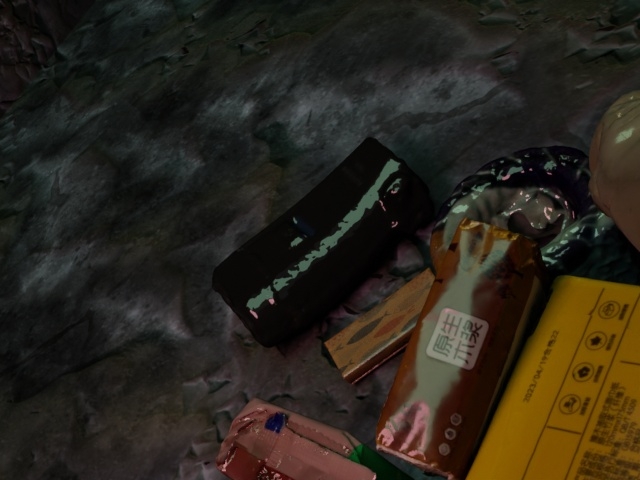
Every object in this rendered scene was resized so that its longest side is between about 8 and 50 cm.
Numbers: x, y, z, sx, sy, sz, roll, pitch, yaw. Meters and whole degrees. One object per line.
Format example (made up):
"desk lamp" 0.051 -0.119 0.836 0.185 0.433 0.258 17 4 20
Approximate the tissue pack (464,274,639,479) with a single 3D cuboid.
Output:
"tissue pack" 0.278 0.246 0.795 0.293 0.228 0.382 7 57 42

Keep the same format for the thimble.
"thimble" 0.254 0.010 1.114 0.237 0.150 0.237 -22 41 20

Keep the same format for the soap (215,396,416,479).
"soap" 0.038 0.261 0.950 0.218 0.273 0.098 18 72 48

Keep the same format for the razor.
"razor" 0.003 0.002 1.368 0.327 0.107 0.189 -42 37 -2

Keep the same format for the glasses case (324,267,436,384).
"glasses case" 0.092 0.113 1.239 0.170 0.041 0.064 -36 49 6

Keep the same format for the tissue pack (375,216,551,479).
"tissue pack" 0.141 0.114 0.908 0.092 0.183 0.226 20 79 25

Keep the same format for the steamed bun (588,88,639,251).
"steamed bun" 0.454 -0.041 0.899 0.342 0.255 0.368 -26 25 -9
